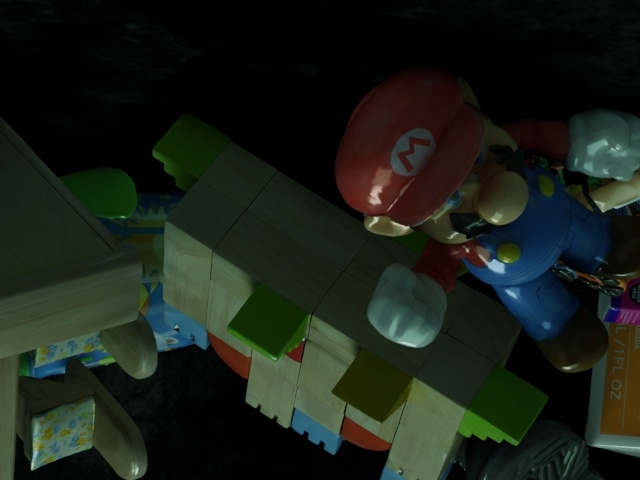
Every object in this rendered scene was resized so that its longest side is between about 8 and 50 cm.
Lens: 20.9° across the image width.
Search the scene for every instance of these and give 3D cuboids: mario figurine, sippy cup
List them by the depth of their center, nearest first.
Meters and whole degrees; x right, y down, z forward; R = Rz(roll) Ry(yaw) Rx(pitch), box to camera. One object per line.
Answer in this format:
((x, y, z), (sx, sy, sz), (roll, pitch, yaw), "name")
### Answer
((0.140, -0.009, 1.239), (0.170, 0.198, 0.320), (-19, 146, 32), "mario figurine")
((-0.239, 0.035, 1.843), (0.224, 0.240, 0.305), (-4, -174, -10), "sippy cup")

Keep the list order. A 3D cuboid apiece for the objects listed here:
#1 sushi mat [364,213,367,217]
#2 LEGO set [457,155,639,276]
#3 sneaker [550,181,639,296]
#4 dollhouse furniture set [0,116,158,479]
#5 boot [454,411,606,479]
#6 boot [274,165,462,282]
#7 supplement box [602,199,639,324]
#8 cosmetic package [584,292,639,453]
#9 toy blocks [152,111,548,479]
((0.061, -0.010, 1.952), (0.316, 0.019, 0.151), (13, 169, -43), "sushi mat")
((0.149, -0.046, 1.480), (0.132, 0.107, 0.287), (-29, -176, -27), "LEGO set")
((0.235, -0.012, 1.594), (0.083, 0.087, 0.221), (35, 177, -25), "sneaker")
((-0.304, 0.128, 1.526), (0.362, 0.394, 0.256), (-15, -140, -32), "dollhouse furniture set")
((0.122, 0.155, 2.062), (0.445, 0.146, 0.367), (46, 178, 26), "boot")
((0.039, -0.014, 1.678), (0.207, 0.094, 0.246), (29, -157, -3), "boot")
((0.384, 0.027, 1.642), (0.220, 0.111, 0.114), (4, 171, 6), "supplement box")
((0.533, 0.137, 1.898), (0.453, 0.230, 0.161), (0, 169, 34), "cosmetic package")
((0.007, 0.086, 1.503), (0.381, 0.191, 0.261), (32, 153, 11), "toy blocks")
